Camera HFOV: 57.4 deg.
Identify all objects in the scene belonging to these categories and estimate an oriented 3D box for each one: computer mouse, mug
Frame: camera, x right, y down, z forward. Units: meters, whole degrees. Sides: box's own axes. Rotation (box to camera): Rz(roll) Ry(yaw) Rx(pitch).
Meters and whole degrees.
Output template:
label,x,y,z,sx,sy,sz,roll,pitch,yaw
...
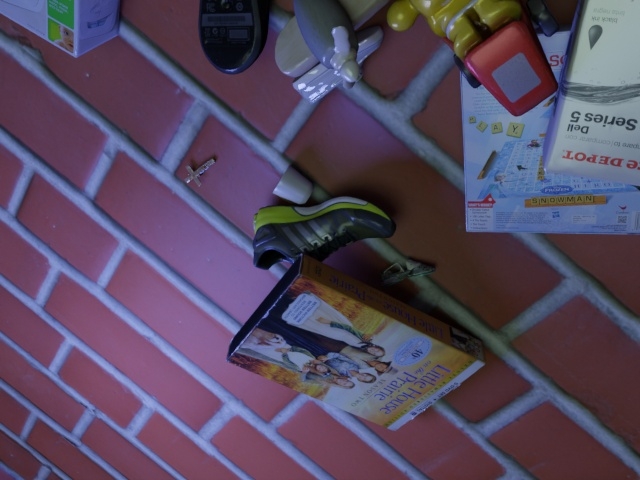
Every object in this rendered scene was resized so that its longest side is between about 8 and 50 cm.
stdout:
label,x,y,z,sx,sy,sz,roll,pitch,yaw
computer mouse,-0.131,-0.416,0.967,0.188,0.072,0.273,12,109,18
mug,-0.049,-0.102,1.119,0.064,0.078,0.062,30,92,-7

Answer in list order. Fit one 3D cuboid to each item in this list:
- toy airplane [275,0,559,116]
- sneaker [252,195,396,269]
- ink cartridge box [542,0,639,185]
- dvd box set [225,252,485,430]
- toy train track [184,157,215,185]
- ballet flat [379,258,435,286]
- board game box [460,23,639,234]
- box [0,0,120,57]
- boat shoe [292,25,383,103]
label,x,y,z,sx,sy,sz,roll,pitch,yaw
toy airplane,0.131,-0.367,0.710,0.384,0.272,0.387,15,113,17
sneaker,0.000,0.000,1.092,0.299,0.121,0.111,-7,150,29
ink cartridge box,0.416,-0.213,0.747,0.198,0.115,0.273,11,120,15
dvd box set,0.065,0.222,1.162,0.420,0.062,0.308,28,128,-18
toy train track,-0.244,-0.143,1.192,0.083,0.014,0.048,-31,96,26
ballet flat,0.164,0.058,1.127,0.114,0.041,0.041,-19,109,28
board game box,0.382,-0.164,0.896,0.318,0.066,0.318,2,117,21
box,-0.481,-0.494,1.002,0.261,0.127,0.231,31,137,3
boat shoe,0.036,-0.286,0.972,0.184,0.066,0.063,-27,119,29
